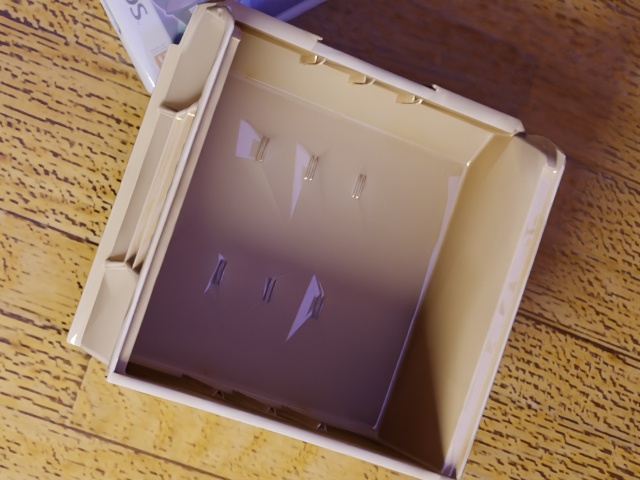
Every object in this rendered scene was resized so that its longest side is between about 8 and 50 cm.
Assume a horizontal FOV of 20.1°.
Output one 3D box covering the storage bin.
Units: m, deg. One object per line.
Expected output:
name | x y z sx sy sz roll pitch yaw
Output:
storage bin | 0.000 0.000 1.230 0.262 0.123 0.260 20 88 -23

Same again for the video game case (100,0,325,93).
video game case | -0.075 -0.229 1.260 0.201 0.023 0.183 -31 103 -18
